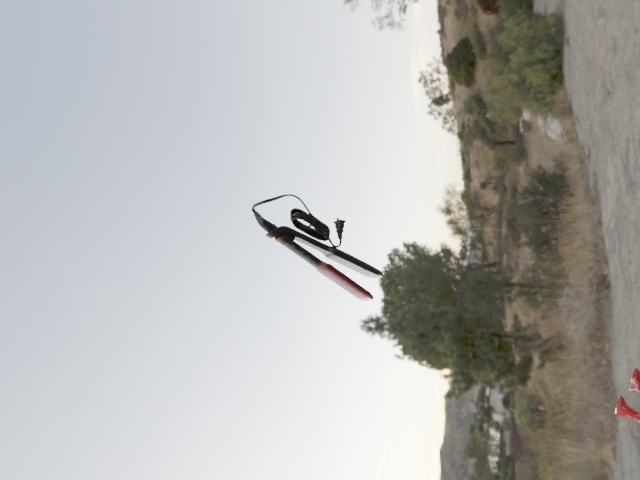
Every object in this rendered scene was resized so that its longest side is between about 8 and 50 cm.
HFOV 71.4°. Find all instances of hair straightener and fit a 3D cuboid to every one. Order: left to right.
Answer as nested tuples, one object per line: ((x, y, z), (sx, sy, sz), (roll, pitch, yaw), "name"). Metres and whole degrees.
((0.000, 0.000, 0.686), (0.089, 0.230, 0.047), (-61, 8, -19), "hair straightener")

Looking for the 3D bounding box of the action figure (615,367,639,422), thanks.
((0.544, 0.241, 0.559), (0.091, 0.280, 0.139), (-42, -49, -23), "action figure")
